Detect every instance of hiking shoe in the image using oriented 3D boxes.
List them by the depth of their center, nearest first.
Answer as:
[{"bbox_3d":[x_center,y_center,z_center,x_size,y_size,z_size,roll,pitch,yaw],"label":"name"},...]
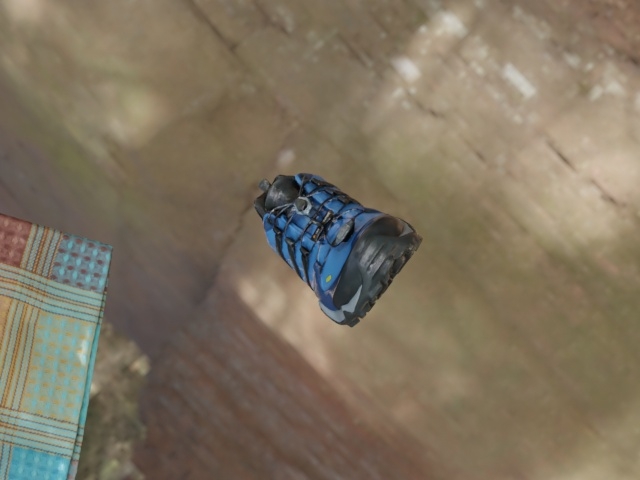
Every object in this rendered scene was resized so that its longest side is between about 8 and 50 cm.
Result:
[{"bbox_3d":[0.000,0.000,1.469,0.132,0.113,0.304,38,174,-9],"label":"hiking shoe"}]

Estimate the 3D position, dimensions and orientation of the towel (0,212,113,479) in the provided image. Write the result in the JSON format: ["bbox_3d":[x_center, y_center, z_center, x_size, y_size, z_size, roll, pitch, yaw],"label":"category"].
[{"bbox_3d":[-0.363,0.145,1.608,0.271,0.370,0.040,18,160,-28],"label":"towel"}]
